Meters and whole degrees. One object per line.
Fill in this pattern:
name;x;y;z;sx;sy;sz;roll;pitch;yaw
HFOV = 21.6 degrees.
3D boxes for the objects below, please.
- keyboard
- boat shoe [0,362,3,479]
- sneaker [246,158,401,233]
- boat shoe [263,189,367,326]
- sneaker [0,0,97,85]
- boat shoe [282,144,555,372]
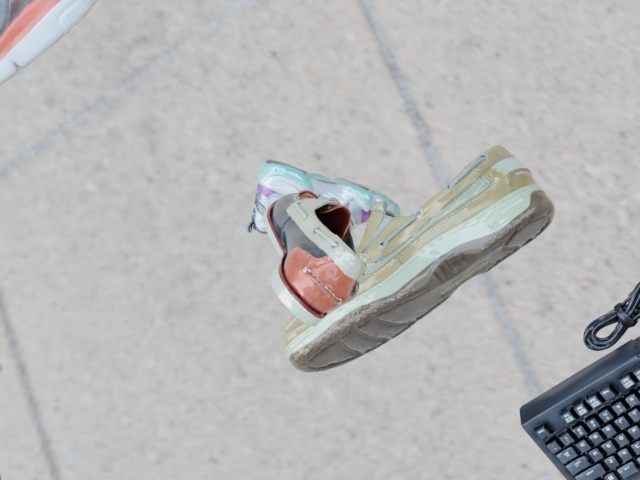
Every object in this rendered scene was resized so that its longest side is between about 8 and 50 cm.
keyboard;0.199;0.075;0.965;0.180;0.023;0.108;-35;99;23
boat shoe;-0.288;0.086;1.215;0.091;0.109;0.305;-31;66;15
sneaker;-0.001;-0.008;1.085;0.038;0.098;0.069;-141;67;-75
boat shoe;0.000;0.000;0.863;0.049;0.137;0.043;41;103;-14
sneaker;-0.154;-0.068;0.617;0.158;0.061;0.065;-42;104;-12
boat shoe;0.050;0.009;1.049;0.190;0.068;0.072;-32;70;-5
